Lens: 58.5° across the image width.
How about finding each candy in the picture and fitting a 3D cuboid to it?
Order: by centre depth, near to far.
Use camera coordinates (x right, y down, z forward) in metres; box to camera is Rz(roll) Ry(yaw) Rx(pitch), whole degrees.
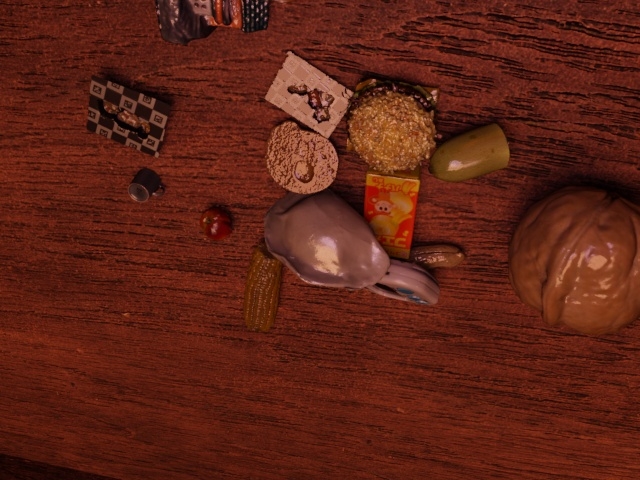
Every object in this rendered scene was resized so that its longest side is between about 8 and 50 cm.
[{"bbox_3d":[0.191,-0.083,1.573,0.146,0.088,0.276,6,128,9],"label":"candy"}]

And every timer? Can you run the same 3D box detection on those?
[{"bbox_3d":[0.212,0.111,1.641,0.236,0.087,0.262,11,167,32],"label":"timer"}]

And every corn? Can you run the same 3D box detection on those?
[{"bbox_3d":[-0.184,0.156,1.845,0.120,0.120,0.364,15,126,3],"label":"corn"}]

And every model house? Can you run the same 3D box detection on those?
[{"bbox_3d":[-0.185,-0.555,1.236,0.300,0.190,0.272,11,128,5],"label":"model house"}]

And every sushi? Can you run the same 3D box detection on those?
[{"bbox_3d":[-0.027,-0.369,1.442,0.200,0.031,0.139,31,118,-11],"label":"sushi"},{"bbox_3d":[-0.524,-0.351,1.575,0.215,0.051,0.192,21,133,-9],"label":"sushi"}]

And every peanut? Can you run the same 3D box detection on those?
[{"bbox_3d":[0.329,0.049,1.652,0.174,0.080,0.080,-5,126,15],"label":"peanut"}]

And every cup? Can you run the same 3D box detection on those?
[{"bbox_3d":[-0.517,-0.158,1.708,0.100,0.077,0.078,22,130,-3],"label":"cup"}]

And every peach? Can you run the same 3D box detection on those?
[{"bbox_3d":[-0.315,-0.049,1.735,0.100,0.101,0.101,7,129,9],"label":"peach"}]

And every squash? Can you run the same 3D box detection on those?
[{"bbox_3d":[0.351,-0.204,1.387,0.186,0.123,0.123,-17,124,2],"label":"squash"}]

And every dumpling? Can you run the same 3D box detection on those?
[{"bbox_3d":[0.002,0.003,1.526,0.341,0.260,0.181,55,157,0],"label":"dumpling"}]

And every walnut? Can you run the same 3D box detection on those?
[{"bbox_3d":[0.645,0.044,1.405,0.380,0.381,0.382,7,129,9],"label":"walnut"}]

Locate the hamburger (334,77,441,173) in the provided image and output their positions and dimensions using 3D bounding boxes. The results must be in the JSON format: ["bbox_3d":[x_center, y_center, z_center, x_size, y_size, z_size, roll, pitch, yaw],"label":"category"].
[{"bbox_3d":[0.165,-0.276,1.394,0.261,0.139,0.243,10,129,6],"label":"hamburger"}]

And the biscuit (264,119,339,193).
[{"bbox_3d":[-0.050,-0.218,1.530,0.208,0.049,0.181,21,111,3],"label":"biscuit"}]
